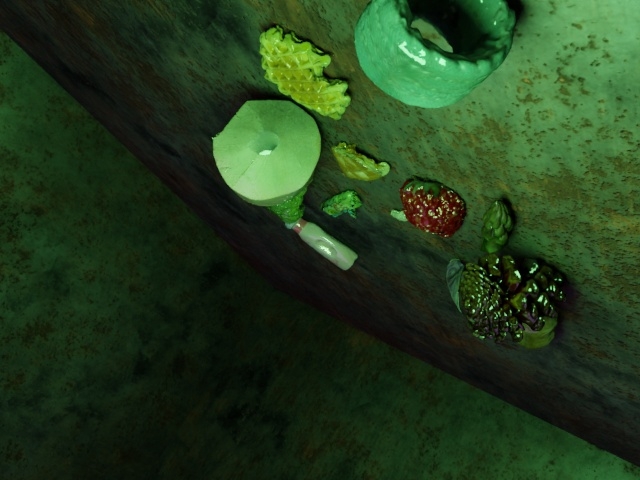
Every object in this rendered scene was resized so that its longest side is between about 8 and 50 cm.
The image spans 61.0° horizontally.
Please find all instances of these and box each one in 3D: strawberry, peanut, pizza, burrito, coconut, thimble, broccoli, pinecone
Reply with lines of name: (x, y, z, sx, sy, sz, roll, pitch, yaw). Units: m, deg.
strawberry: (0.302, -0.064, 1.494, 0.190, 0.111, 0.236, 17, 158, 41)
peanut: (0.675, 0.270, 1.712, 0.129, 0.129, 0.224, 27, 163, 25)
pizza: (0.099, -0.224, 1.538, 0.161, 0.062, 0.182, 31, 171, -14)
burrito: (0.081, -0.116, 1.886, 0.104, 0.054, 0.288, 37, 164, -11)
coconut: (-0.150, -0.248, 1.536, 0.298, 0.297, 0.309, 35, 172, -2)
thimble: (0.180, -0.319, 0.840, 0.235, 0.198, 0.143, 8, 168, -15)
broccoli: (-0.112, -0.190, 1.868, 0.302, 0.186, 0.253, 3, -114, -84)
pinecone: (0.511, 0.141, 1.442, 0.246, 0.292, 0.246, 170, 90, -69)

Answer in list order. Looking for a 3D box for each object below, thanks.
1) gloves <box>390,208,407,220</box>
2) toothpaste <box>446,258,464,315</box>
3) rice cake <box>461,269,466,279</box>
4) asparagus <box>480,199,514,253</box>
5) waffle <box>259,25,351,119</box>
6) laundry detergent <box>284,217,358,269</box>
gloves: (0.251, -0.080, 1.701, 0.044, 0.037, 0.081, 0, -175, -42)
toothpaste: (0.412, 0.124, 1.645, 0.048, 0.075, 0.301, 17, -156, 5)
rice cake: (0.534, 0.154, 1.817, 0.208, 0.033, 0.033, 35, 166, -3)
asparagus: (0.447, -0.027, 1.382, 0.080, 0.080, 0.287, 27, 162, 25)
waffle: (-0.040, -0.392, 1.315, 0.261, 0.056, 0.250, 30, 164, 6)
laundry detergent: (0.000, 0.000, 2.334, 0.335, 0.087, 0.159, 36, 160, -5)
